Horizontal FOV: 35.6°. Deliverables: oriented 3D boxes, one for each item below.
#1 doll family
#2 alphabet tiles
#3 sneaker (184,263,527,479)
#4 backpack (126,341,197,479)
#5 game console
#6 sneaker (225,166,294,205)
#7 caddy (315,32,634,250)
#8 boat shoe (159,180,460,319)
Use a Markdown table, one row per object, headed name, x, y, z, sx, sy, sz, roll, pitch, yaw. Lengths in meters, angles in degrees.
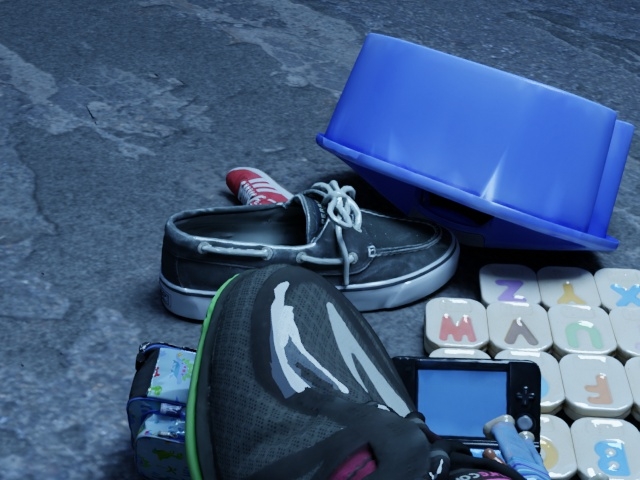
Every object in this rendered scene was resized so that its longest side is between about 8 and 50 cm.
| name | x | y | z | sx | sy | sz | roll | pitch | yaw |
| --- | --- | --- | --- | --- | --- | --- | --- | --- | --- |
| doll family | 0.169 | 0.191 | 0.642 | 0.193 | 0.076 | 0.111 | 27 | 22 | -13 |
| alphabet tiles | 0.234 | 0.104 | 0.876 | 0.284 | 0.021 | 0.278 | 3 | 36 | 2 |
| sneaker | 0.064 | 0.172 | 0.540 | 0.185 | 0.202 | 0.483 | 9 | 35 | -34 |
| backpack | -0.081 | 0.135 | 0.722 | 0.114 | 0.105 | 0.084 | 8 | 54 | -3 |
| game console | 0.107 | 0.146 | 0.753 | 0.122 | 0.107 | 0.071 | 1 | 3 | 8 |
| sneaker | -0.073 | -0.040 | 1.060 | 0.118 | 0.042 | 0.067 | 31 | 35 | 30 |
| caddy | 0.161 | -0.086 | 1.052 | 0.341 | 0.179 | 0.241 | 23 | 10 | 25 |
| boat shoe | -0.002 | -0.002 | 0.952 | 0.306 | 0.105 | 0.113 | -3 | 33 | -16 |
